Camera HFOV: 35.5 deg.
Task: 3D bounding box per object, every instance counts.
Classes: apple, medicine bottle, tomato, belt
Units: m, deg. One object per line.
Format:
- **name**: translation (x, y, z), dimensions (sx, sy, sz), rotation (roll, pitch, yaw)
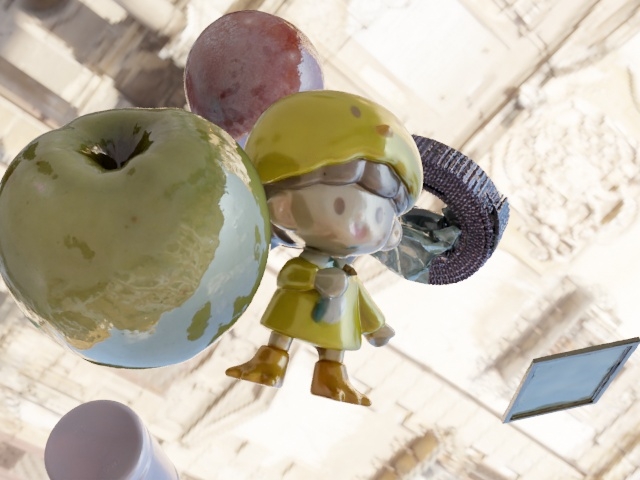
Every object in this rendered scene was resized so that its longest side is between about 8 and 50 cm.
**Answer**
- **apple**: translation (-0.181, -0.006, 0.979), dimensions (0.262, 0.262, 0.262), rotation (-30, -138, 31)
- **medicine bottle**: translation (-0.261, 0.315, 1.323), dimensions (0.133, 0.249, 0.133), rotation (-4, -121, 7)
- **tomato**: translation (-0.126, -0.282, 1.832), dimensions (0.270, 0.270, 0.227), rotation (-21, -166, 39)
- **belt**: translation (0.173, -0.056, 1.820), dimensions (0.122, 0.325, 0.260), rotation (-53, 164, -50)

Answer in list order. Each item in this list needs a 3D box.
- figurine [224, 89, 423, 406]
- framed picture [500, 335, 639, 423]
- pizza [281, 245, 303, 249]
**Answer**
- **figurine**: translation (0.000, 0.000, 1.110), dimensions (0.187, 0.215, 0.343), rotation (-3, -109, 48)
- **framed picture**: translation (0.310, 0.179, 1.261), dimensions (0.136, 0.201, 0.010), rotation (-10, -120, -8)
- **pizza**: translation (-0.068, -0.017, 1.646), dimensions (0.099, 0.100, 0.029), rotation (-6, -145, 26)
